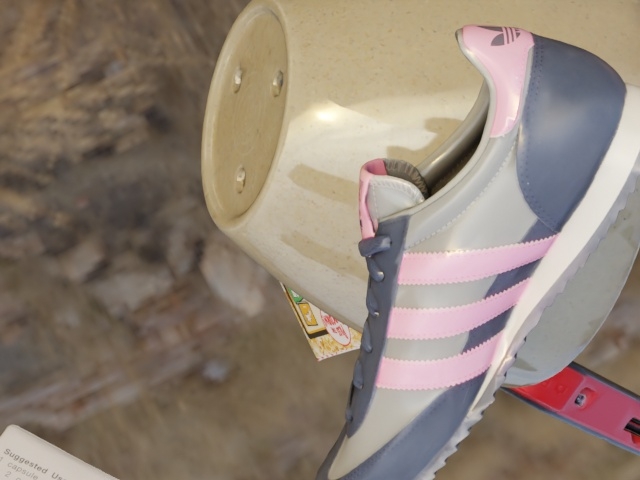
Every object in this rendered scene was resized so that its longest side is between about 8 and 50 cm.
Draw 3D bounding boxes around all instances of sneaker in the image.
[{"bbox_3d":[0.058,0.021,1.006,0.319,0.131,0.112,-59,-170,13],"label":"sneaker"}]

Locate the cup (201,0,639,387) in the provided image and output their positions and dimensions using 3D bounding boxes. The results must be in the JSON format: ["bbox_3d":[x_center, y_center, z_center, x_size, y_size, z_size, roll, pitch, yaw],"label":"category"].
[{"bbox_3d":[0.053,-0.073,1.257,0.236,0.331,0.331,9,144,-23],"label":"cup"}]

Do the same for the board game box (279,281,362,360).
[{"bbox_3d":[0.000,0.000,1.487,0.045,0.194,0.146,-26,-178,-25],"label":"board game box"}]

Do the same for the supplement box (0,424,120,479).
[{"bbox_3d":[-0.165,0.218,0.853,0.220,0.114,0.111,-58,166,-37],"label":"supplement box"}]

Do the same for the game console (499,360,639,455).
[{"bbox_3d":[0.181,0.108,1.801,0.386,0.342,0.060,28,92,-53],"label":"game console"}]
